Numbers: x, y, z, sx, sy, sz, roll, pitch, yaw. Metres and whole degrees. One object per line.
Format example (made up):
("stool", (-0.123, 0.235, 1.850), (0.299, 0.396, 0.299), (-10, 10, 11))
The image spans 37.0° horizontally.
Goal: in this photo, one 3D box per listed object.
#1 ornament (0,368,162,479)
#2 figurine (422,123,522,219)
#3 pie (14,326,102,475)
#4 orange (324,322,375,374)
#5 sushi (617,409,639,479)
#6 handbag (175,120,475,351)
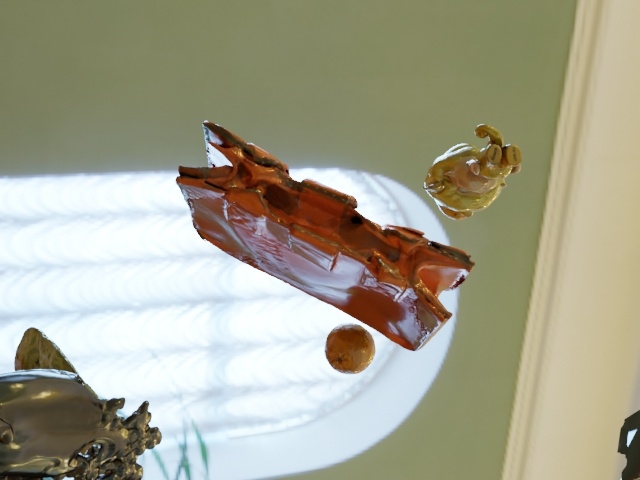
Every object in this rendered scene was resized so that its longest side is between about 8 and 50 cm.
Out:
("ornament", (-0.284, 0.217, 0.844), (0.251, 0.260, 0.106), (-54, -129, 8))
("figurine", (0.260, -0.115, 1.637), (0.246, 0.156, 0.131), (144, -56, -67))
("pie", (-0.413, 0.274, 1.599), (0.274, 0.105, 0.257), (44, -33, 15))
("orange", (0.044, 0.169, 1.501), (0.083, 0.070, 0.083), (14, -66, 33))
("sushi", (0.709, 0.441, 1.939), (0.153, 0.150, 0.172), (-53, -172, 48))
("handbag", (0.000, 0.000, 1.365), (0.116, 0.410, 0.303), (-61, 176, -14))
